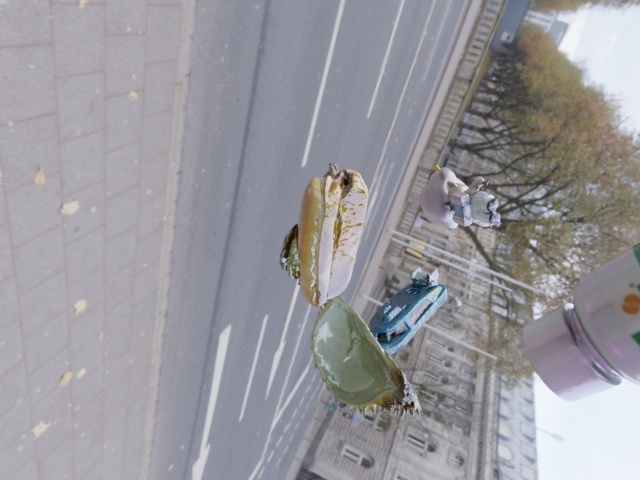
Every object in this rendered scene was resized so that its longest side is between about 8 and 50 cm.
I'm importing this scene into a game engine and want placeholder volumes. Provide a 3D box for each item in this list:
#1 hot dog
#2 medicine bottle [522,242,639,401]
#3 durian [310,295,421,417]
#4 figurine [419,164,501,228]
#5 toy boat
[{"bbox_3d":[0.000,0.000,0.333,0.056,0.041,0.133,-27,143,-33],"label":"hot dog"},{"bbox_3d":[0.261,0.027,0.292,0.260,0.095,0.095,-44,-177,35],"label":"medicine bottle"},{"bbox_3d":[0.071,0.211,0.794,0.144,0.252,0.139,-21,148,-19],"label":"durian"},{"bbox_3d":[0.283,-0.082,0.950,0.111,0.229,0.138,-32,118,-15],"label":"figurine"},{"bbox_3d":[0.206,0.177,1.170,0.298,0.134,0.092,-36,115,-36],"label":"toy boat"}]
